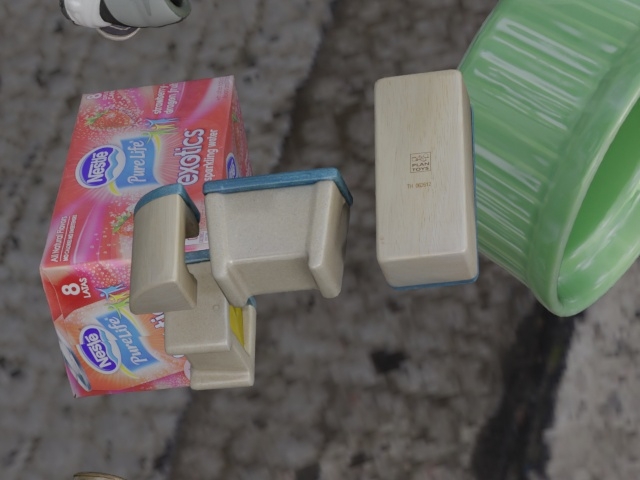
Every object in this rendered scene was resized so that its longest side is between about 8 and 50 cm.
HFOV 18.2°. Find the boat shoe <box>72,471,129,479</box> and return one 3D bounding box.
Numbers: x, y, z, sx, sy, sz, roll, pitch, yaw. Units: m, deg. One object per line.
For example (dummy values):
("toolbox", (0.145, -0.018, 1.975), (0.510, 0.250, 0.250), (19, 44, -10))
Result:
("boat shoe", (-0.132, 0.234, 1.515), (0.064, 0.178, 0.060), (-4, 60, 37))

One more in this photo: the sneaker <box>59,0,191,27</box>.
("sneaker", (-0.137, -0.294, 1.553), (0.108, 0.271, 0.100), (10, 24, 9))

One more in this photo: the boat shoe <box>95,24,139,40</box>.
("boat shoe", (-0.177, -0.282, 1.763), (0.075, 0.065, 0.206), (3, 88, -14))

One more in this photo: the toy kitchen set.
("toy kitchen set", (0.000, 0.000, 1.213), (0.207, 0.166, 0.122), (-6, 62, 12))

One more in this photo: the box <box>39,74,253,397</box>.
("box", (-0.145, -0.010, 1.762), (0.154, 0.142, 0.300), (-6, 33, 6))

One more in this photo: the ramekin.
("ramekin", (0.217, -0.102, 1.670), (0.148, 0.303, 0.303), (31, 65, 21))
